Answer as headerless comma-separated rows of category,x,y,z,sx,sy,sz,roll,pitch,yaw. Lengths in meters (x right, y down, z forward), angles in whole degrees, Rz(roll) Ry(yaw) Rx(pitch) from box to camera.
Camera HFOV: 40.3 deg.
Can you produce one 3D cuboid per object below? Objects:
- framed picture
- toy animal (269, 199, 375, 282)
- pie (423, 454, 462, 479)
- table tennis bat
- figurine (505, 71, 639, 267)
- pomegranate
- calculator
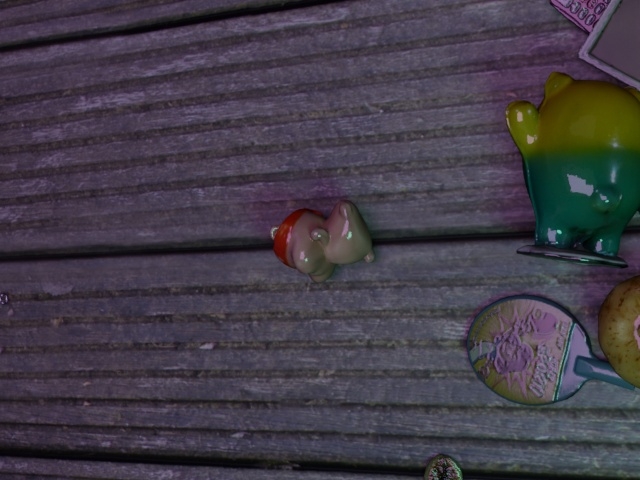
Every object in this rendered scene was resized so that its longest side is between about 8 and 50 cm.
framed picture,0.636,-0.406,1.606,0.217,0.017,0.274,33,102,6
toy animal,0.000,0.000,1.808,0.198,0.171,0.171,-15,85,19
pie,0.252,0.480,1.782,0.084,0.021,0.084,0,91,22
table tennis bat,0.445,0.225,1.696,0.329,0.044,0.215,14,94,23
figurine,0.478,-0.128,1.576,0.324,0.231,0.340,7,89,-9
pomegranate,0.600,0.160,1.542,0.215,0.215,0.215,0,90,22
calculator,0.540,-0.446,1.651,0.190,0.034,0.126,42,105,8
